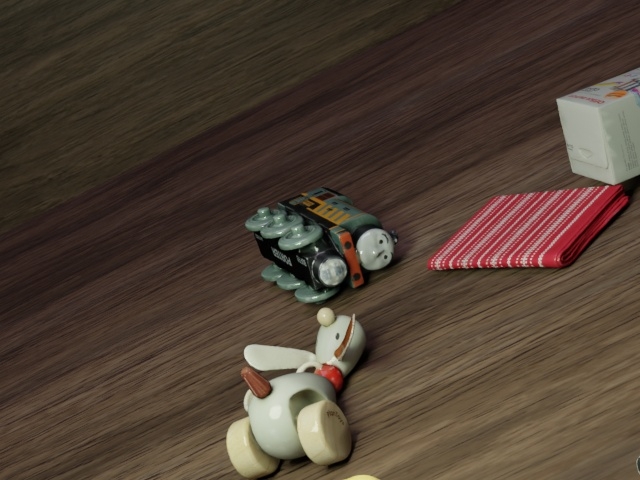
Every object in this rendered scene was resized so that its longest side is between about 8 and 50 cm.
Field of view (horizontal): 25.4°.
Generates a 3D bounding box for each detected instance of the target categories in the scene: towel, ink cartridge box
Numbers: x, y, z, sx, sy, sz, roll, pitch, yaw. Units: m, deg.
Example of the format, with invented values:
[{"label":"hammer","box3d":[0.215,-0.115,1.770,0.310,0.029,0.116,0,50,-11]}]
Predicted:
[{"label":"towel","box3d":[0.313,-0.014,2.151,0.275,0.031,0.199,-4,31,50]},{"label":"ink cartridge box","box3d":[0.473,-0.179,2.160,0.176,0.127,0.128,-22,18,-16]}]

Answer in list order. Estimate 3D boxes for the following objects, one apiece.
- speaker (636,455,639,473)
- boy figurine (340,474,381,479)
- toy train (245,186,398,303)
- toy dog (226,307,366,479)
[{"label":"speaker","box3d":[0.383,0.201,1.486,0.055,0.055,0.136,-8,28,45]},{"label":"boy figurine","box3d":[-0.044,0.346,1.643,0.285,0.092,0.177,-25,20,7]},{"label":"toy train","box3d":[0.000,0.000,2.390,0.190,0.142,0.334,-23,18,-16]},{"label":"toy dog","box3d":[-0.036,0.181,1.933,0.220,0.161,0.334,-25,20,7]}]
